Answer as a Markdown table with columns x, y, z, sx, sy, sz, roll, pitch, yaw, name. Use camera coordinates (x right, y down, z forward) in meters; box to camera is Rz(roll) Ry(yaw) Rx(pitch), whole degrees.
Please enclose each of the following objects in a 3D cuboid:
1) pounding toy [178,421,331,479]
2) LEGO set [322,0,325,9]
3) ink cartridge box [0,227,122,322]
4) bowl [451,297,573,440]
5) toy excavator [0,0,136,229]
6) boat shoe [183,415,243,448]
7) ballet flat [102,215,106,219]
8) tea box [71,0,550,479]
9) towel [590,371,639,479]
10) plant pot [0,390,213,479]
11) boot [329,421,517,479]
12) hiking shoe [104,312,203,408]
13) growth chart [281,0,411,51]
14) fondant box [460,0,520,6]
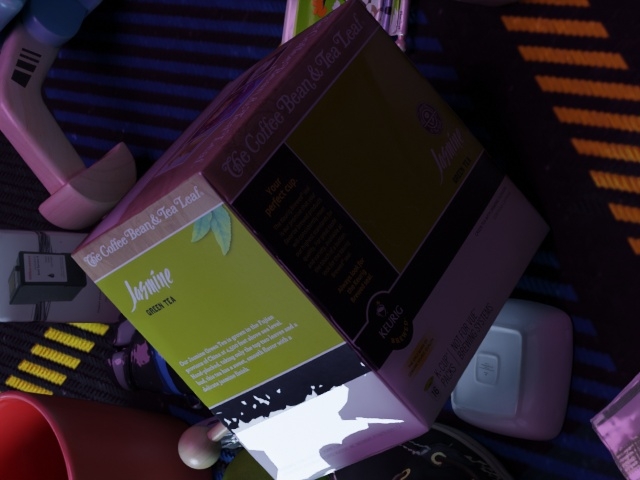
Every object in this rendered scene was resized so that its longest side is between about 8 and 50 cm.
| x | y | z | sx | sy | sz | roll | pitch | yaw | name |
| --- | --- | --- | --- | --- | --- | --- | --- | --- | --- |
| -0.086 | 0.305 | 1.943 | 0.183 | 0.110 | 0.237 | -37 | 74 | 38 | pounding toy |
| -0.007 | -0.416 | 1.916 | 0.255 | 0.192 | 0.331 | 168 | 118 | -76 | LEGO set |
| -0.405 | 0.045 | 2.214 | 0.211 | 0.289 | 0.121 | 1 | 89 | 48 | ink cartridge box |
| 0.188 | 0.131 | 1.725 | 0.142 | 0.053 | 0.142 | 8 | 95 | 47 | bowl |
| -0.404 | -0.279 | 2.235 | 0.222 | 0.433 | 0.445 | -33 | 31 | 42 | toy excavator |
| -0.109 | 0.234 | 2.061 | 0.142 | 0.049 | 0.040 | -21 | 108 | 38 | boat shoe |
| -0.262 | -0.043 | 2.246 | 0.114 | 0.041 | 0.041 | -7 | 83 | 47 | ballet flat |
| 0.000 | 0.000 | 1.643 | 0.220 | 0.329 | 0.323 | -28 | 107 | 43 | tea box |
| 0.327 | 0.199 | 1.588 | 0.113 | 0.023 | 0.152 | -53 | 52 | 33 | towel |
| -0.285 | 0.319 | 2.099 | 0.275 | 0.243 | 0.275 | -5 | 84 | 48 | plant pot |
| 0.072 | 0.284 | 1.670 | 0.377 | 0.284 | 0.138 | 31 | 111 | 44 | boot |
| -0.169 | 0.050 | 2.114 | 0.132 | 0.113 | 0.304 | 11 | 90 | 18 | hiking shoe |
| 0.030 | -0.270 | 1.947 | 0.237 | 0.021 | 0.172 | -1 | 87 | 50 | growth chart |
| 0.229 | -0.419 | 1.679 | 0.238 | 0.096 | 0.330 | -6 | 84 | 48 | fondant box |
